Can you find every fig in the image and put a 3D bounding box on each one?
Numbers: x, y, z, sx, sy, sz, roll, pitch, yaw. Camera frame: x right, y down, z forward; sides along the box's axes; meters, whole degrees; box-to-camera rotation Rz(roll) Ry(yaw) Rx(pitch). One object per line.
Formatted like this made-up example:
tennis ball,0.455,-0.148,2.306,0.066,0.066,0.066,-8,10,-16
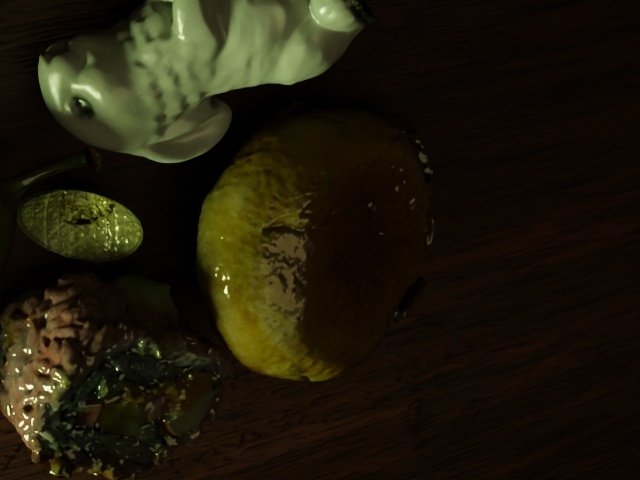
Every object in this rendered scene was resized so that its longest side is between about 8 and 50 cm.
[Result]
fig,-0.362,-0.038,1.813,0.259,0.151,0.151,-46,135,-6

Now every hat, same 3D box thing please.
hat,-0.267,-0.042,1.937,0.146,0.067,0.146,6,146,4

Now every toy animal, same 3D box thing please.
toy animal,-0.123,-0.214,1.848,0.357,0.194,0.258,-32,155,8

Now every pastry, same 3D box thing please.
pastry,0.000,0.000,2.039,0.356,0.164,0.356,-25,125,-42

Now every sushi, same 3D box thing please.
sushi,-0.244,0.147,2.008,0.270,0.171,0.236,14,111,-43
